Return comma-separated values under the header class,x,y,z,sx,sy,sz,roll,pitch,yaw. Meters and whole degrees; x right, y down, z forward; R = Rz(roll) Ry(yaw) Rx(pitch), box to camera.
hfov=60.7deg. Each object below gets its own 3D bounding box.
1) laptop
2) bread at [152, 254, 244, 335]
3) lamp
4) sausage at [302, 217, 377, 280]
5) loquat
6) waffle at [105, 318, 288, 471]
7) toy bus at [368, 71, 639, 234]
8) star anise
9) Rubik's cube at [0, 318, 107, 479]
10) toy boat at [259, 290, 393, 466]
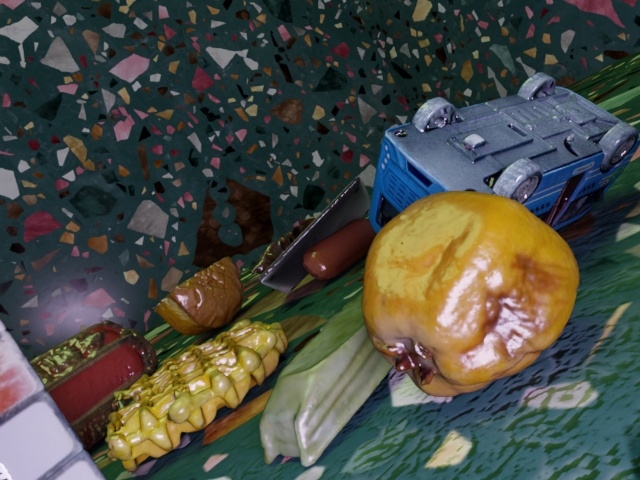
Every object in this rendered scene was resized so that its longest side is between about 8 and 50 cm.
class,x,y,z,sx,sy,sz,roll,pitch,yaw
laptop,0.000,0.000,1.081,0.269,0.015,0.187,-46,-18,0
bread,-0.263,0.139,1.268,0.143,0.139,0.229,-30,4,32
lamp,-0.385,0.239,0.843,0.177,0.177,0.274,-26,4,43
sausage,0.046,0.015,1.060,0.194,0.077,0.077,-33,5,-36
loquat,0.090,0.033,0.352,0.137,0.137,0.113,-31,-30,-9
waffle,-0.166,0.184,0.682,0.283,0.065,0.309,-26,3,26
toy bus,0.170,-0.060,0.506,0.246,0.113,0.134,-20,-39,-30
star anise,-0.056,0.023,1.425,0.292,0.109,0.349,-39,-3,-16
Rubik's cube,-0.371,0.214,0.441,0.259,0.256,0.253,-27,6,42
toy boat,0.052,0.078,0.486,0.093,0.055,0.293,-21,10,48
